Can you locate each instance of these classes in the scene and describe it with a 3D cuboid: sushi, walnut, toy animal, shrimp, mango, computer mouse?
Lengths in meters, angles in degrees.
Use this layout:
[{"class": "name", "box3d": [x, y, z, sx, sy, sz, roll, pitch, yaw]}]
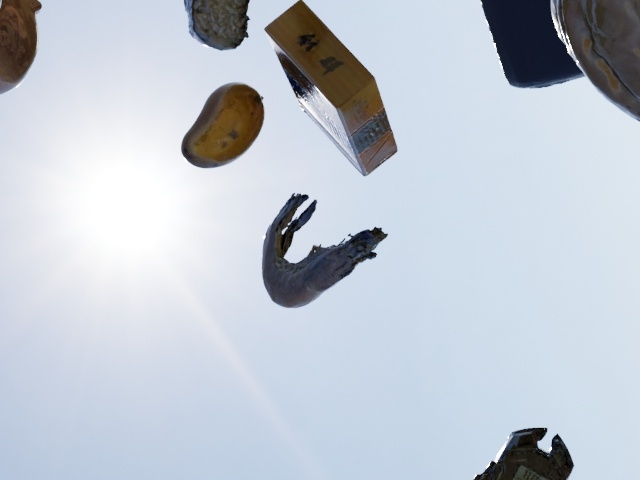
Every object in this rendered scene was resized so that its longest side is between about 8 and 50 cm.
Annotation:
[{"class": "sushi", "box3d": [-0.140, -0.336, 1.661, 0.078, 0.091, 0.150, -132, 44, -68]}, {"class": "walnut", "box3d": [0.432, -0.290, 1.542, 0.313, 0.252, 0.277, 45, -152, -10]}, {"class": "toy animal", "box3d": [-0.439, -0.277, 1.452, 0.221, 0.229, 0.210, 3, -129, -40]}, {"class": "shrimp", "box3d": [0.000, 0.000, 1.622, 0.046, 0.219, 0.152, 15, -122, -43]}, {"class": "mango", "box3d": [-0.171, -0.203, 2.209, 0.115, 0.178, 0.090, 33, 179, -20]}, {"class": "computer mouse", "box3d": [0.301, 0.398, 1.881, 0.241, 0.147, 0.077, -58, -5, -11]}]

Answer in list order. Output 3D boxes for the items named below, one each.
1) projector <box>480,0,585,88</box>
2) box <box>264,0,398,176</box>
[{"class": "projector", "box3d": [0.464, -0.482, 1.978, 0.242, 0.405, 0.395, -27, -79, -48]}, {"class": "box", "box3d": [0.017, -0.192, 1.582, 0.152, 0.070, 0.237, 49, 178, 21]}]
